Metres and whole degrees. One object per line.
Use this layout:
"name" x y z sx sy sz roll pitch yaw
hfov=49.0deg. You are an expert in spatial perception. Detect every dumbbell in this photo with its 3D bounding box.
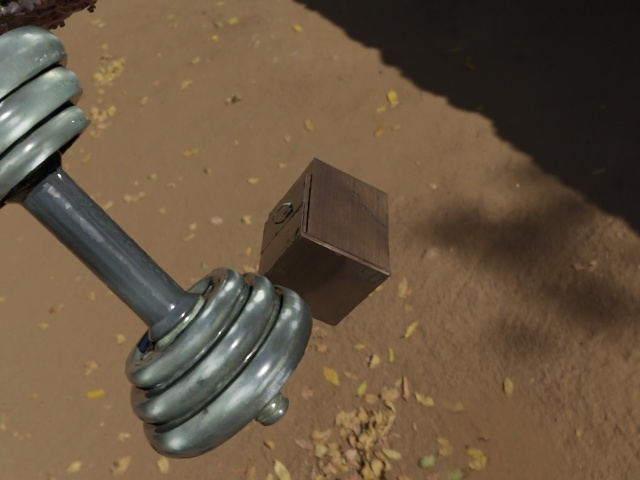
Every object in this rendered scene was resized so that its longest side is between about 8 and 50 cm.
"dumbbell" -0.170 0.008 0.558 0.179 0.406 0.179 -39 16 14

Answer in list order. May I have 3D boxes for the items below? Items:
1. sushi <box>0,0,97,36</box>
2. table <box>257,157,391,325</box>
"sushi" -0.356 -0.272 0.765 0.241 0.107 0.161 29 97 10
"table" 0.000 0.000 1.186 0.169 0.173 0.193 -47 26 40
